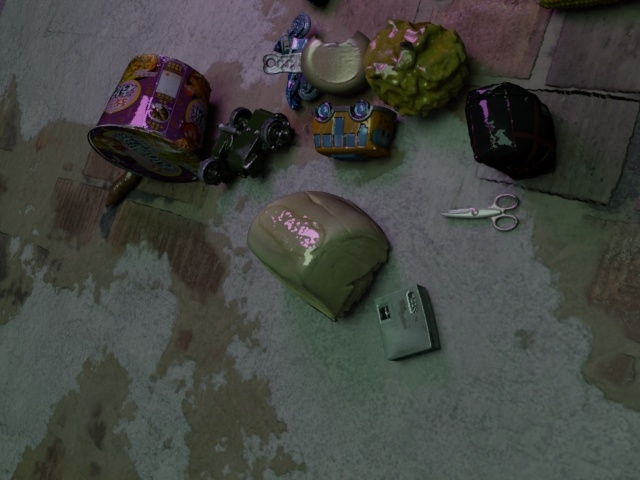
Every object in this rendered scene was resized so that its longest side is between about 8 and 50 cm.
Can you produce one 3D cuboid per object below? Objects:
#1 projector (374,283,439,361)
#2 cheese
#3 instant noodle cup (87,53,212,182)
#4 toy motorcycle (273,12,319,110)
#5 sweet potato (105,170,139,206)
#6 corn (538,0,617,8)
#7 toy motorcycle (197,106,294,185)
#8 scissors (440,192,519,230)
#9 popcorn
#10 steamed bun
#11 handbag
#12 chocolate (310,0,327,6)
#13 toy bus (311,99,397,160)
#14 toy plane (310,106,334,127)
[{"bbox_3d":[0.195,0.186,1.560,0.115,0.061,0.147,-21,66,26],"label":"projector"},{"bbox_3d":[-0.007,-0.458,1.789,0.287,0.082,0.163,4,100,6],"label":"cheese"},{"bbox_3d":[-0.462,-0.354,2.001,0.340,0.340,0.265,1,67,33],"label":"instant noodle cup"},{"bbox_3d":[-0.065,-0.487,1.902,0.136,0.092,0.254,-16,78,38],"label":"toy motorcycle"},{"bbox_3d":[-0.614,-0.186,2.197,0.065,0.051,0.218,42,102,30],"label":"sweet potato"},{"bbox_3d":[0.619,-0.561,1.454,0.345,0.131,0.131,-2,76,35],"label":"corn"},{"bbox_3d":[-0.201,-0.250,1.910,0.205,0.127,0.275,26,85,34],"label":"toy motorcycle"},{"bbox_3d":[0.352,-0.062,1.550,0.176,0.022,0.085,0,80,30],"label":"scissors"},{"bbox_3d":[0.216,-0.411,1.616,0.249,0.225,0.249,-14,64,33],"label":"popcorn"},{"bbox_3d":[0.000,0.000,1.651,0.290,0.273,0.272,28,77,32],"label":"steamed bun"},{"bbox_3d":[0.399,-0.222,1.451,0.155,0.215,0.169,-10,77,39],"label":"handbag"},{"bbox_3d":[-0.091,-0.776,1.990,0.148,0.126,0.343,-33,49,-24],"label":"chocolate"},{"bbox_3d":[0.080,-0.267,1.725,0.210,0.126,0.136,4,87,33],"label":"toy bus"},{"bbox_3d":[0.009,-0.320,1.840,0.083,0.031,0.078,-47,57,14],"label":"toy plane"}]
